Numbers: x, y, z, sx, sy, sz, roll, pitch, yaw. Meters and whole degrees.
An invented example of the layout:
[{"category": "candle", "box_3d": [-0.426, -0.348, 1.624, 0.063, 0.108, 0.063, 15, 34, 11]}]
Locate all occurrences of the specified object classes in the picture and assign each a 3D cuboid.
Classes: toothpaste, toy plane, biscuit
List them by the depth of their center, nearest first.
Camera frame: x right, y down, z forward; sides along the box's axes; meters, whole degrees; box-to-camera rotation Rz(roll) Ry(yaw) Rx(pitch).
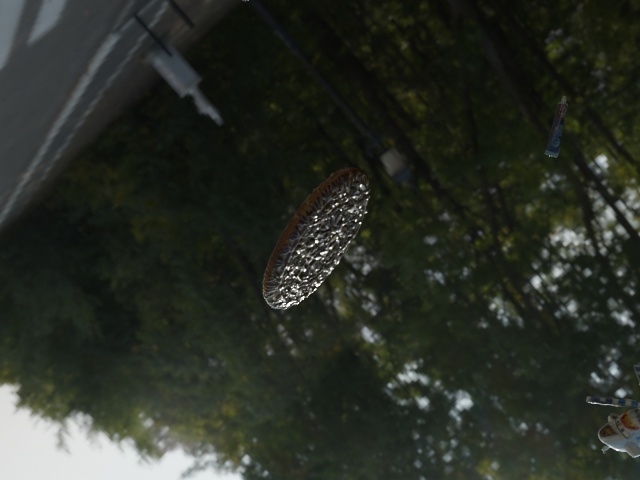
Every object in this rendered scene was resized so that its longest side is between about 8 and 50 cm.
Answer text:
[{"category": "toy plane", "box_3d": [0.575, 0.288, 1.595, 0.273, 0.182, 0.107, -18, 137, -30]}, {"category": "biscuit", "box_3d": [0.000, 0.000, 1.771, 0.305, 0.038, 0.305, -47, 159, -25]}, {"category": "toothpaste", "box_3d": [0.538, -0.260, 2.208, 0.021, 0.037, 0.140, 14, -89, 66]}]
